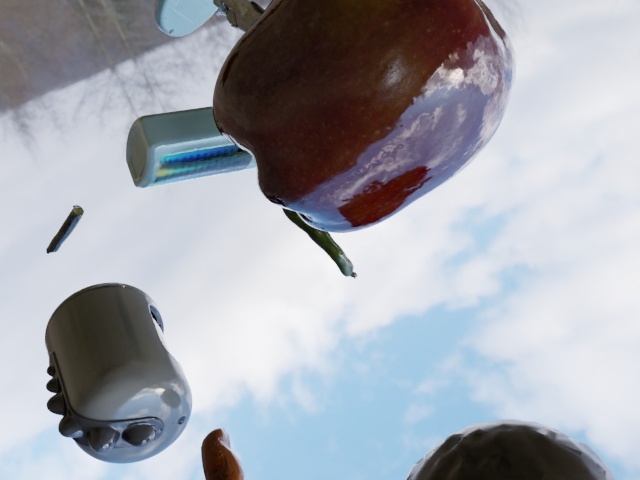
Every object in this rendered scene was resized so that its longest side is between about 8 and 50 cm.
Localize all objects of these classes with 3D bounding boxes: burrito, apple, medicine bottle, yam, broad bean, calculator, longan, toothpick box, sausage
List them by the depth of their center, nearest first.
[{"bbox_3d":[0.053,-0.171,0.923,0.317,0.288,0.288,-41,-159,13],"label":"apple"},{"bbox_3d":[-0.141,-0.134,1.171,0.229,0.083,0.121,-12,161,-27],"label":"medicine bottle"},{"bbox_3d":[0.284,0.468,1.295,0.391,0.391,0.391,-19,-156,9],"label":"longan"},{"bbox_3d":[-0.346,0.235,1.446,0.229,0.229,0.316,-27,-141,-9],"label":"toothpick box"},{"bbox_3d":[-0.106,-0.383,1.551,0.226,0.087,0.060,40,-79,25],"label":"burrito"},{"bbox_3d":[-0.514,-0.019,1.737,0.129,0.027,0.033,-46,-146,31],"label":"yam"},{"bbox_3d":[-0.228,-0.539,1.746,0.295,0.042,0.184,-52,160,9],"label":"calculator"},{"bbox_3d":[0.002,0.001,1.812,0.039,0.227,0.069,-45,-168,-13],"label":"broad bean"},{"bbox_3d":[-0.216,0.489,1.873,0.089,0.089,0.179,-23,-132,1],"label":"sausage"}]
